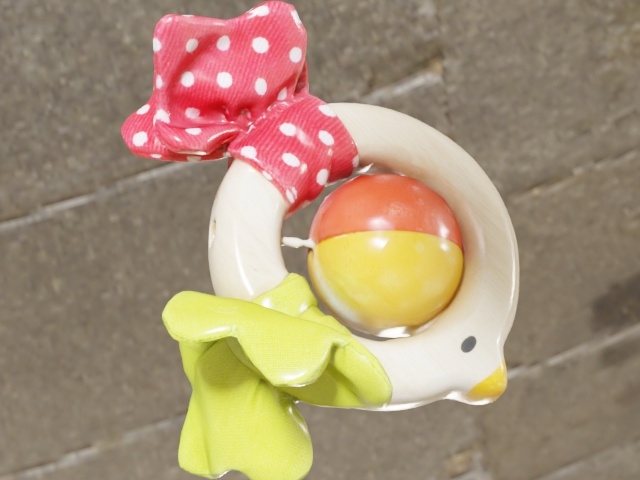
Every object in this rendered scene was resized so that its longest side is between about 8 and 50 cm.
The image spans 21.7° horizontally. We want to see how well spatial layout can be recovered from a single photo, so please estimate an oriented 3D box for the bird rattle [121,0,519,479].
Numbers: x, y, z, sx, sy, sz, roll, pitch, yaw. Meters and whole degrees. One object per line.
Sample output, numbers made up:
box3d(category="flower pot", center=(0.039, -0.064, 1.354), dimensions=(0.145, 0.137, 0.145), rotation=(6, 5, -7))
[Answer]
box3d(category="bird rattle", center=(0.000, 0.000, 0.854), dimensions=(0.207, 0.253, 0.143), rotation=(8, 146, -19))
